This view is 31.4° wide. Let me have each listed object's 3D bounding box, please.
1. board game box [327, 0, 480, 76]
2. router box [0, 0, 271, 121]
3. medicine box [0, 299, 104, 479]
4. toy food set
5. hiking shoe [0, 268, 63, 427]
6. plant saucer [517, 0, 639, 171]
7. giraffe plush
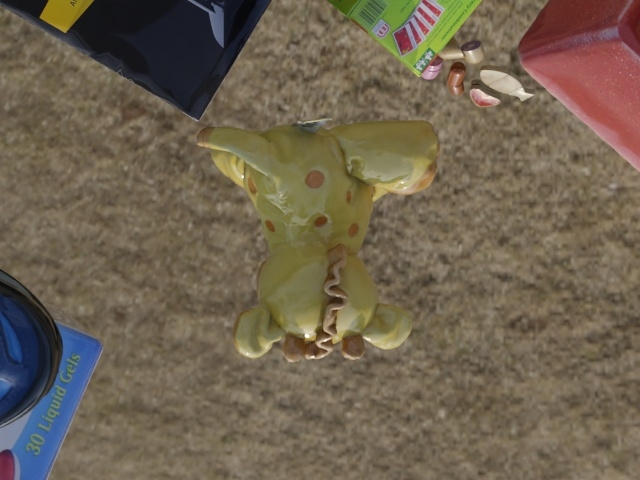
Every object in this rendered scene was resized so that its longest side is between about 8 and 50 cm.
[{"bbox_3d":[0.098,-0.228,0.879,0.092,0.043,0.181,32,103,-39],"label":"board game box"},{"bbox_3d":[-0.115,-0.280,0.823,0.243,0.081,0.309,30,102,-15],"label":"router box"},{"bbox_3d":[-0.369,0.138,0.914,0.289,0.263,0.149,25,175,-27],"label":"medicine box"},{"bbox_3d":[0.131,-0.156,1.039,0.122,0.019,0.078,28,150,-36],"label":"toy food set"},{"bbox_3d":[-0.243,0.058,0.459,0.304,0.132,0.113,5,102,-33],"label":"hiking shoe"},{"bbox_3d":[0.281,-0.125,0.667,0.258,0.259,0.048,39,165,-11],"label":"plant saucer"},{"bbox_3d":[0.000,0.000,0.843,0.181,0.210,0.171,-2,93,8],"label":"giraffe plush"}]
